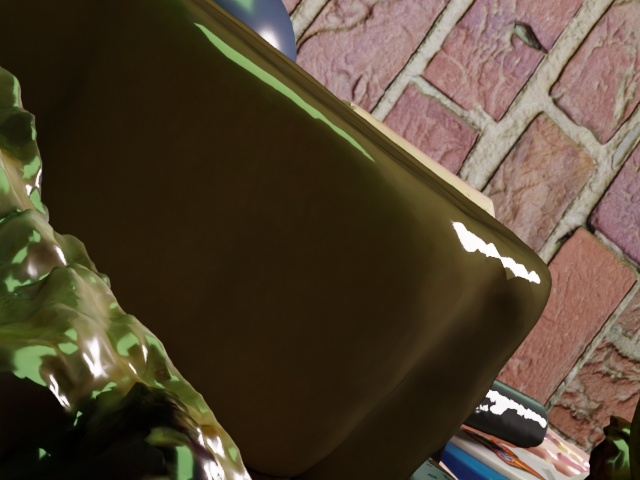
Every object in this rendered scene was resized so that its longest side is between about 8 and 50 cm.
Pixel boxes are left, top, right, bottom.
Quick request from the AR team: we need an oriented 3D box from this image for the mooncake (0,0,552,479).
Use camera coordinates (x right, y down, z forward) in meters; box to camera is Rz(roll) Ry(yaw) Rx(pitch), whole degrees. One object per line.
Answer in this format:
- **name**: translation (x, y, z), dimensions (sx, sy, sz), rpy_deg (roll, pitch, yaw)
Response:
- **mooncake**: translation (-0.062, -0.013, 0.957), dimensions (0.378, 0.200, 0.378), rpy_deg (36, 6, -4)

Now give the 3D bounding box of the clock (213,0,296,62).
- **clock**: translation (-0.122, -0.100, 1.189), dimensions (0.200, 0.243, 0.146), rpy_deg (38, 1, 3)

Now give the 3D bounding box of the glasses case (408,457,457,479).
- **glasses case**: translation (0.064, 0.160, 0.992), dimensions (0.067, 0.045, 0.178), rpy_deg (36, 1, -14)

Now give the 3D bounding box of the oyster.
- **oyster**: translation (-0.104, 0.008, 0.410), dimensions (0.345, 0.129, 0.078), rpy_deg (43, -31, 38)

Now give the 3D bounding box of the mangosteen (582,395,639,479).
- **mangosteen**: translation (0.363, 0.206, 1.019), dimensions (0.381, 0.421, 0.381), rpy_deg (33, 43, -37)

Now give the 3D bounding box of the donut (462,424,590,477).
- **donut**: translation (0.205, 0.218, 1.639), dimensions (0.233, 0.085, 0.199), rpy_deg (36, 1, -2)

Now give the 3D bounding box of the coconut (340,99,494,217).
- **coconut**: translation (0.000, 0.000, 1.411), dimensions (0.245, 0.233, 0.233), rpy_deg (29, 3, -13)

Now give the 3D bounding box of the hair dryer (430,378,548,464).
- **hair dryer**: translation (0.092, 0.115, 1.236), dimensions (0.302, 0.116, 0.244), rpy_deg (24, 10, -36)

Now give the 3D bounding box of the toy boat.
- **toy boat**: translation (0.200, 0.220, 1.386), dimensions (0.295, 0.088, 0.129), rpy_deg (31, 3, -20)
